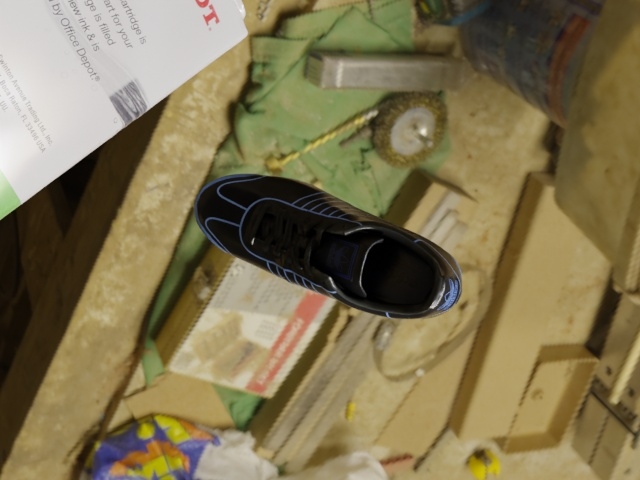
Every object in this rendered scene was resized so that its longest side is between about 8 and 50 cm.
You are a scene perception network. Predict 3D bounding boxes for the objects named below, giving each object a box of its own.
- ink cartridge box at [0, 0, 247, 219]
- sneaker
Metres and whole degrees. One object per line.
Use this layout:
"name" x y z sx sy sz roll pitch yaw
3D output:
"ink cartridge box" -0.203 -0.151 0.544 0.273 0.114 0.198 -44 129 -28
"sneaker" 0.000 0.000 0.678 0.232 0.090 0.082 17 93 11
